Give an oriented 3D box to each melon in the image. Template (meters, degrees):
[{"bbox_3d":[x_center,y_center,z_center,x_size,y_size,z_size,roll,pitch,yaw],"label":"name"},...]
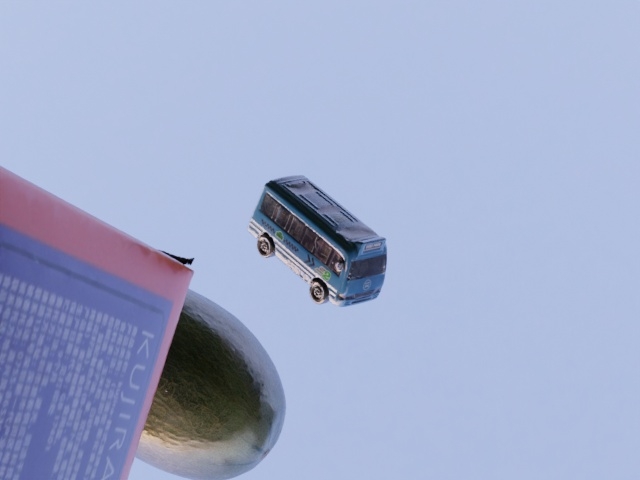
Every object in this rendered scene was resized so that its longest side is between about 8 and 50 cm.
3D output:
[{"bbox_3d":[-0.100,0.088,1.056,0.167,0.114,0.114,32,-108,9],"label":"melon"}]

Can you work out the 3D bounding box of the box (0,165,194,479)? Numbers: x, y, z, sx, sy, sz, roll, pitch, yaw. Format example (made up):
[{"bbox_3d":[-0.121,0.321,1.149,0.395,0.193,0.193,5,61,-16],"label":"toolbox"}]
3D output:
[{"bbox_3d":[-0.280,0.114,0.762,0.318,0.257,0.349,13,-97,20],"label":"box"}]

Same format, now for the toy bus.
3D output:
[{"bbox_3d":[0.000,0.000,0.917,0.038,0.046,0.083,-11,-139,-44],"label":"toy bus"}]
